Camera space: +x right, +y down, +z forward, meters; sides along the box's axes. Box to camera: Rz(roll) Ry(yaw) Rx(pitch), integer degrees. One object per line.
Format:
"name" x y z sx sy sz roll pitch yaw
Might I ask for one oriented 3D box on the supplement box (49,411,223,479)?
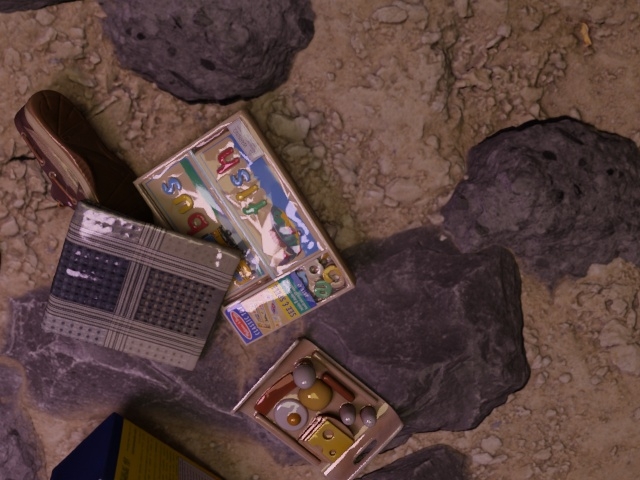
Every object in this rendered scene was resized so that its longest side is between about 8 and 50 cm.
"supplement box" -0.348 0.553 1.141 0.195 0.194 0.356 -44 113 6

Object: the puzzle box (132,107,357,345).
"puzzle box" -0.148 -0.017 1.129 0.272 0.052 0.408 -30 101 16

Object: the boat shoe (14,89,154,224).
"boat shoe" -0.461 -0.117 1.103 0.123 0.123 0.342 -21 114 32

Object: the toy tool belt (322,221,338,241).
"toy tool belt" 0.000 0.000 1.171 0.051 0.052 0.083 25 108 16

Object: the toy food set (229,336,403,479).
"toy food set" -0.006 0.376 1.213 0.306 0.092 0.219 41 96 -8

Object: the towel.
"towel" -0.348 0.097 1.115 0.324 0.056 0.312 20 113 -14
